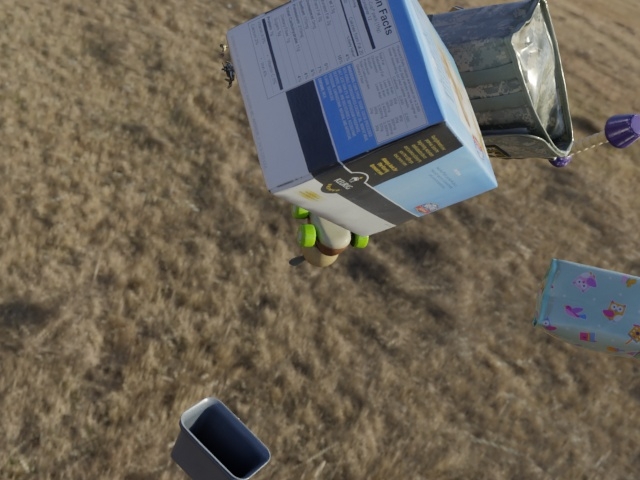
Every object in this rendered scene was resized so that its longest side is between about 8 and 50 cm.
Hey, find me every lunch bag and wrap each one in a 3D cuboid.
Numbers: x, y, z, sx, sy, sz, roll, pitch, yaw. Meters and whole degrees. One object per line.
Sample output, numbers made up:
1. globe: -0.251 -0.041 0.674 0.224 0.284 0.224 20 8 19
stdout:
1. lunch bag: 0.532 0.137 1.543 0.224 0.160 0.262 13 -8 15
2. lunch bag: 0.293 -0.250 1.385 0.235 0.287 0.169 5 46 41

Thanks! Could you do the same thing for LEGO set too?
1. LEGO set: -0.171 -0.330 1.497 0.024 0.083 0.054 -5 25 10

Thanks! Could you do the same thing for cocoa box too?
1. cocoa box: 0.072 -0.167 1.062 0.347 0.228 0.231 22 50 -66

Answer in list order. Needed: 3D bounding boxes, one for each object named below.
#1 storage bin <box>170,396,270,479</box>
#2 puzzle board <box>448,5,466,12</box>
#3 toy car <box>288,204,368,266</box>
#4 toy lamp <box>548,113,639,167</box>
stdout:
1. storage bin: -0.153 0.314 1.176 0.135 0.091 0.098 42 33 15
2. puzzle board: 0.421 -0.622 2.195 0.128 0.011 0.096 19 10 -1
3. toy car: 0.000 0.000 1.833 0.155 0.188 0.148 2 54 -20
4. toy lamp: 0.637 -0.232 1.834 0.080 0.080 0.275 12 -10 -19
